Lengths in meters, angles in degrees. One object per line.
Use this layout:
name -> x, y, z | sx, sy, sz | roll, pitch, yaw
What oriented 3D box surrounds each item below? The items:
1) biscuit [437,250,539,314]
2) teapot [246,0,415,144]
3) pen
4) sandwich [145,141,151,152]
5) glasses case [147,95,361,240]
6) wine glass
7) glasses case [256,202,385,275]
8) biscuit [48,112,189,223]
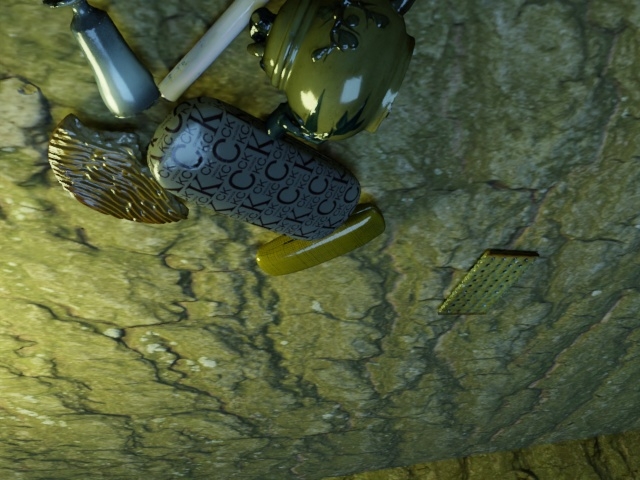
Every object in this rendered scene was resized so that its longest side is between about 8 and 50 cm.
biscuit -> 0.363, 0.097, 1.249 | 0.139, 0.016, 0.231 | 3, 140, -19
teapot -> 0.008, -0.223, 0.648 | 0.183, 0.173, 0.269 | 22, 124, -6
pen -> -0.104, -0.255, 0.667 | 0.269, 0.033, 0.033 | -36, 136, 28
sandwich -> -0.209, -0.130, 0.797 | 0.083, 0.044, 0.031 | 16, 156, 40
glasses case -> -0.076, -0.089, 0.810 | 0.355, 0.085, 0.137 | 20, 115, -47
wine glass -> -0.244, -0.219, 0.646 | 0.072, 0.072, 0.155 | -14, 141, 3
glasses case -> 0.000, 0.000, 0.991 | 0.234, 0.064, 0.079 | -22, 148, 14
biscuit -> -0.282, -0.086, 0.823 | 0.229, 0.031, 0.176 | 23, 139, -32
